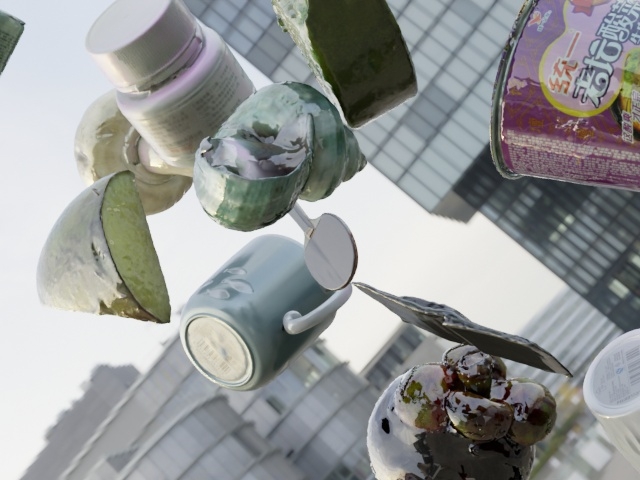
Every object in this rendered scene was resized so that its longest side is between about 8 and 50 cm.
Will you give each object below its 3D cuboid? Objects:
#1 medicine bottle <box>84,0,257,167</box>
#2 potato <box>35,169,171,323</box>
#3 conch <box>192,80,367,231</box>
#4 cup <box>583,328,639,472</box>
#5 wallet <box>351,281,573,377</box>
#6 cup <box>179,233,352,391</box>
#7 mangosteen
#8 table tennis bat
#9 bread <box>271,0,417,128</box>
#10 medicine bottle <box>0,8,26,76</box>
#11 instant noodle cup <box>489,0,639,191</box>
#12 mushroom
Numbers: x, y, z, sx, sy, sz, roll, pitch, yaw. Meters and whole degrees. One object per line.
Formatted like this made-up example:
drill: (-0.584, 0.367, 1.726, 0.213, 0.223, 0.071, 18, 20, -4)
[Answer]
medicine bottle: (-0.285, -0.317, 1.904, 0.241, 0.241, 0.302, -45, -50, -11)
potato: (-0.391, 0.052, 1.623, 0.255, 0.270, 0.112, -28, -20, 32)
conch: (-0.055, -0.108, 1.270, 0.277, 0.220, 0.196, 1, -83, -38)
cup: (0.687, 0.350, 1.870, 0.253, 0.371, 0.253, -41, 21, 20)
wallet: (0.228, 0.143, 1.588, 0.247, 0.322, 0.041, 32, -101, -58)
cup: (-0.102, 0.156, 2.067, 0.356, 0.260, 0.274, -11, 22, 41)
mangosteen: (0.312, 0.424, 2.216, 0.421, 0.381, 0.381, -59, -18, 16)
table tennis bat: (0.000, 0.000, 1.838, 0.019, 0.220, 0.130, 0, -53, -41)
bread: (-0.001, -0.335, 1.384, 0.129, 0.366, 0.382, -29, 4, 3)
medicine bottle: (-0.515, -0.267, 1.409, 0.169, 0.135, 0.135, -62, -17, 4)
instant noodle cup: (0.439, -0.218, 1.442, 0.340, 0.265, 0.340, -33, -47, -44)
mushroom: (-0.394, -0.218, 2.337, 0.355, 0.315, 0.315, -6, -21, 0)
